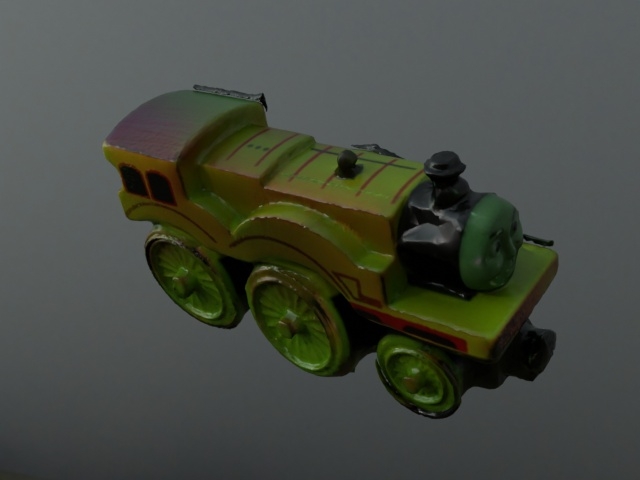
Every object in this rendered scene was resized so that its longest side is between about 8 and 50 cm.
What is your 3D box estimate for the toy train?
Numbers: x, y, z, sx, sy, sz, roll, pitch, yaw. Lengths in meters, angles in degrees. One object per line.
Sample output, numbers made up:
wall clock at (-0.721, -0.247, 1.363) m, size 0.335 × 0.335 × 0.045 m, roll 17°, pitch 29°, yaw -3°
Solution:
toy train at (0.000, 0.000, 0.545) m, size 0.296 × 0.100 × 0.161 m, roll 17°, pitch -46°, yaw 33°
